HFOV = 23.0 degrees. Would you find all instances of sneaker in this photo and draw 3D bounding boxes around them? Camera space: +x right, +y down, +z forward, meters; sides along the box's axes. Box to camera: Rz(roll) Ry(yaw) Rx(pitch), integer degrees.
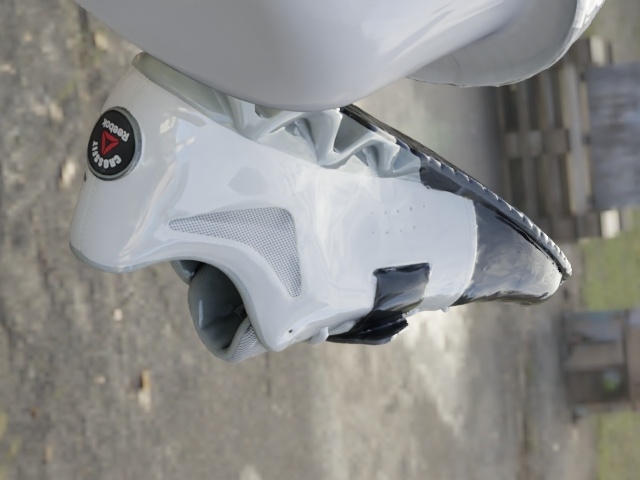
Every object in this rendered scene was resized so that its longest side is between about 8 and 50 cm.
[{"bbox_3d":[0.000,0.000,0.825,0.330,0.122,0.146,23,99,-44],"label":"sneaker"}]

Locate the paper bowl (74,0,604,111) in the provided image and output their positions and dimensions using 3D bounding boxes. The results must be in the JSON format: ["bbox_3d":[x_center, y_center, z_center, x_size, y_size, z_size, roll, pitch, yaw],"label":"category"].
[{"bbox_3d":[-0.028,-0.153,0.507,0.148,0.284,0.284,-52,147,-14],"label":"paper bowl"}]
